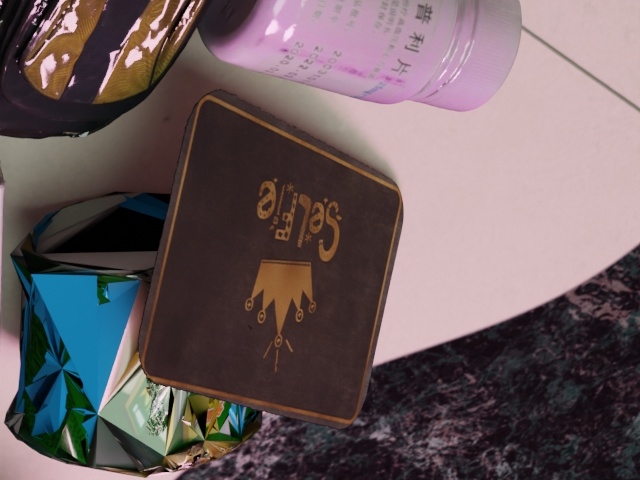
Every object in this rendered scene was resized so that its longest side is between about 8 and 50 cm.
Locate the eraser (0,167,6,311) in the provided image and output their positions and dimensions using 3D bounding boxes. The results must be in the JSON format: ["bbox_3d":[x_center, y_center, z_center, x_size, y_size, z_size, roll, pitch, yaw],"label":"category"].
[{"bbox_3d":[-0.340,0.055,1.400,0.130,0.086,0.287,-4,124,-22],"label":"eraser"}]

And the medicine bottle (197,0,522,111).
[{"bbox_3d":[0.034,-0.196,1.370,0.254,0.152,0.152,11,117,-31],"label":"medicine bottle"}]

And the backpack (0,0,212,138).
[{"bbox_3d":[-0.194,-0.179,1.291,0.206,0.133,0.258,5,126,-39],"label":"backpack"}]

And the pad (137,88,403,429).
[{"bbox_3d":[0.000,-0.001,1.410,0.375,0.063,0.315,22,77,-58],"label":"pad"}]

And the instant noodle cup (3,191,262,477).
[{"bbox_3d":[-0.161,0.071,1.419,0.240,0.240,0.178,-9,115,-21],"label":"instant noodle cup"}]
